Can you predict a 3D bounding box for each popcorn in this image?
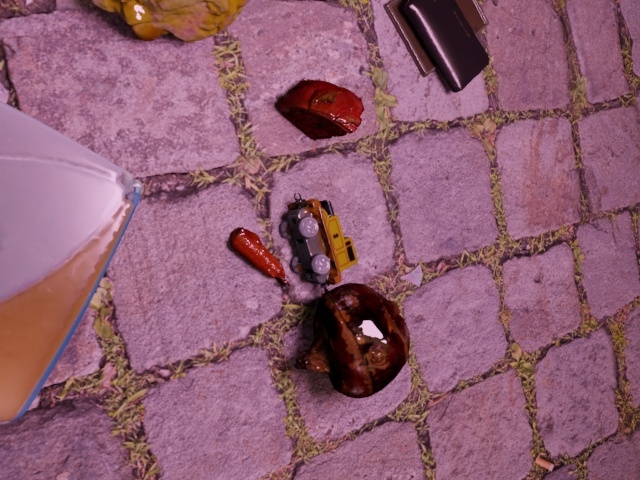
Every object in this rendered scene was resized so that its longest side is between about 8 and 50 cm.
[{"bbox_3d":[-0.248,-0.458,0.884,0.259,0.259,0.212,4,75,-27],"label":"popcorn"}]

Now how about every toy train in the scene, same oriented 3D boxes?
[{"bbox_3d":[0.000,0.000,1.089,0.127,0.089,0.219,-24,101,-35],"label":"toy train"}]

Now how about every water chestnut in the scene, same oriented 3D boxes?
[{"bbox_3d":[0.061,0.201,1.046,0.238,0.223,0.224,-13,97,-15],"label":"water chestnut"}]

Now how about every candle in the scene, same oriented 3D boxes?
[{"bbox_3d":[-0.110,0.035,1.051,0.162,0.048,0.053,44,55,-21],"label":"candle"}]

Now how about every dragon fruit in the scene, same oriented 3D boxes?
[{"bbox_3d":[0.014,-0.277,1.053,0.127,0.161,0.120,37,76,-34],"label":"dragon fruit"}]

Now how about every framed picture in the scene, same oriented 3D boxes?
[{"bbox_3d":[0.286,-0.536,1.256,0.260,0.023,0.189,-42,109,-20],"label":"framed picture"}]

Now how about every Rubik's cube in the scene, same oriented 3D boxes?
[{"bbox_3d":[-0.477,0.000,0.692,0.347,0.351,0.352,29,80,-24],"label":"Rubik's cube"}]

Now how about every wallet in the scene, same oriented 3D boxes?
[{"bbox_3d":[0.297,-0.482,1.230,0.149,0.044,0.250,-44,108,-22],"label":"wallet"}]
